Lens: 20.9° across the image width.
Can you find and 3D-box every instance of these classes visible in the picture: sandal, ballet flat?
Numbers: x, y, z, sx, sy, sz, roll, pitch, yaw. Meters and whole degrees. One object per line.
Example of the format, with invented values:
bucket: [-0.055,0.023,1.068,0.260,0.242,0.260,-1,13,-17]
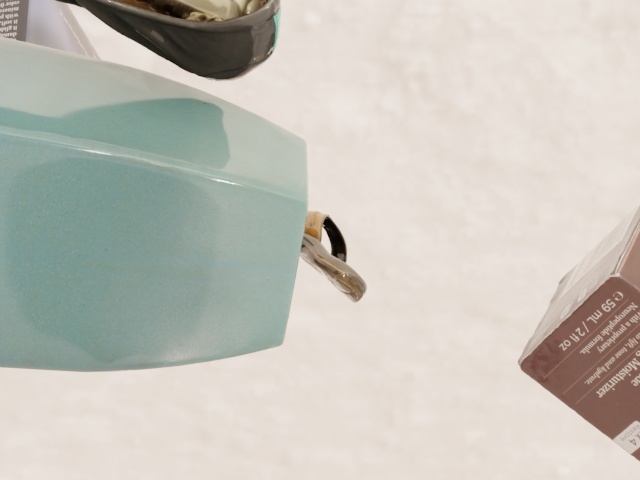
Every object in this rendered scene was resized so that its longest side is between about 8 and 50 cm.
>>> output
sandal: [0.000,0.000,2.041,0.090,0.060,0.219,44,177,-34]
ballet flat: [-0.146,-0.193,1.084,0.280,0.095,0.096,22,153,-14]

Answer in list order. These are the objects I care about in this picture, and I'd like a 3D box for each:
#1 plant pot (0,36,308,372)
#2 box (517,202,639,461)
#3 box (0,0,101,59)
plant pot: [-0.129,-0.017,1.102,0.234,0.165,0.165,7,115,-5]
box: [0.335,0.092,1.678,0.203,0.167,0.168,38,131,-1]
box: [-0.355,-0.114,1.975,0.183,0.294,0.296,-8,150,12]
